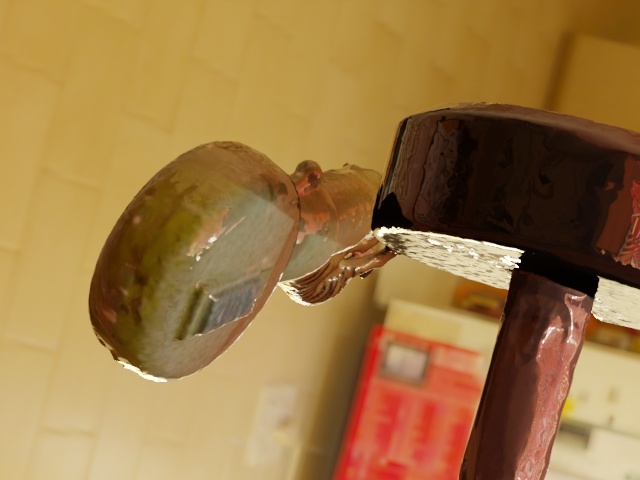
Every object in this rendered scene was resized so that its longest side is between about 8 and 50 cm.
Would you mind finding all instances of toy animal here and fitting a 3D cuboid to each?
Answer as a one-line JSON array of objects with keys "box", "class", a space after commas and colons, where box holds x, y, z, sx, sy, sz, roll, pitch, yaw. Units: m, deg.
[{"box": [0.000, 0.000, 1.350, 0.057, 0.099, 0.241, 58, 0, 18], "class": "toy animal"}]

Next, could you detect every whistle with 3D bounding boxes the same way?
[{"box": [-0.024, 0.003, 0.810, 0.057, 0.104, 0.198, 34, 25, 22], "class": "whistle"}]

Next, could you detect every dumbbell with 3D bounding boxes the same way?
[{"box": [0.077, 0.070, 0.719, 0.152, 0.218, 0.152, 15, -6, 2], "class": "dumbbell"}]
